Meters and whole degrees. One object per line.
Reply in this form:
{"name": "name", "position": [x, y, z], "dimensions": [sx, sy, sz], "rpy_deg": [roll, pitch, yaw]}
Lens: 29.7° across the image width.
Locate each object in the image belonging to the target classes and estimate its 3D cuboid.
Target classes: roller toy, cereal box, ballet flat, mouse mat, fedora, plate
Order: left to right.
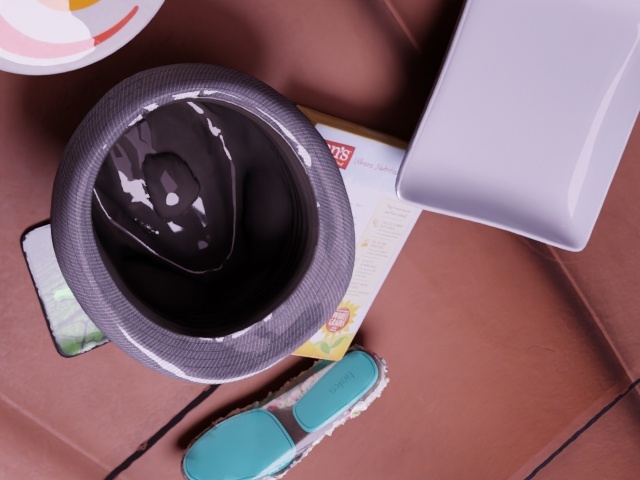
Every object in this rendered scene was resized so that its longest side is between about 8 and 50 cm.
{"name": "roller toy", "position": [-0.202, -0.227, 0.835], "dimensions": [0.209, 0.146, 0.191], "rpy_deg": [-19, 137, -26]}
{"name": "mouse mat", "position": [-0.169, 0.021, 1.113], "dimensions": [0.190, 0.007, 0.152], "rpy_deg": [-23, 129, -18]}
{"name": "fedora", "position": [-0.110, -0.025, 1.030], "dimensions": [0.244, 0.124, 0.275], "rpy_deg": [-42, 119, -7]}
{"name": "ballet flat", "position": [-0.032, 0.196, 1.267], "dimensions": [0.241, 0.091, 0.077], "rpy_deg": [-29, 163, -6]}
{"name": "cereal box", "position": [0.000, 0.000, 1.171], "dimensions": [0.173, 0.047, 0.240], "rpy_deg": [14, 111, -39]}
{"name": "plate", "position": [0.207, -0.145, 1.176], "dimensions": [0.278, 0.045, 0.277], "rpy_deg": [13, 101, -38]}
